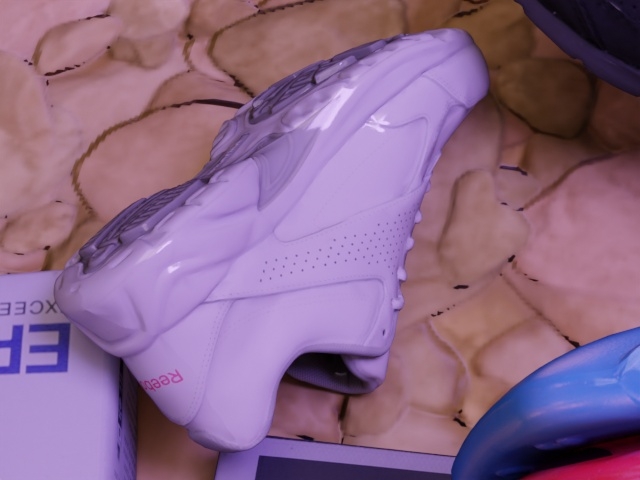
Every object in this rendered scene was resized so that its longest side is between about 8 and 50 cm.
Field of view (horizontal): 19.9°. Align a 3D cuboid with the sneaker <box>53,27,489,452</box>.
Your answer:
[{"bbox_3d":[0.000,0.000,0.724,0.090,0.115,0.232,-13,23,51],"label":"sneaker"}]

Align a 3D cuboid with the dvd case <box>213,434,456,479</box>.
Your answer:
[{"bbox_3d":[0.067,0.164,0.641,0.238,0.029,0.179,5,60,9],"label":"dvd case"}]

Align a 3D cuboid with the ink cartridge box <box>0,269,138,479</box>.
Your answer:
[{"bbox_3d":[-0.231,0.172,0.650,0.324,0.071,0.330,-5,57,4],"label":"ink cartridge box"}]

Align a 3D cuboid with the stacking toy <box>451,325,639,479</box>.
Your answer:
[{"bbox_3d":[0.140,0.180,0.537,0.175,0.166,0.302,-1,73,-6],"label":"stacking toy"}]

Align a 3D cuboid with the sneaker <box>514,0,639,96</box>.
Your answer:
[{"bbox_3d":[0.217,-0.100,0.633,0.340,0.140,0.125,20,67,17],"label":"sneaker"}]
